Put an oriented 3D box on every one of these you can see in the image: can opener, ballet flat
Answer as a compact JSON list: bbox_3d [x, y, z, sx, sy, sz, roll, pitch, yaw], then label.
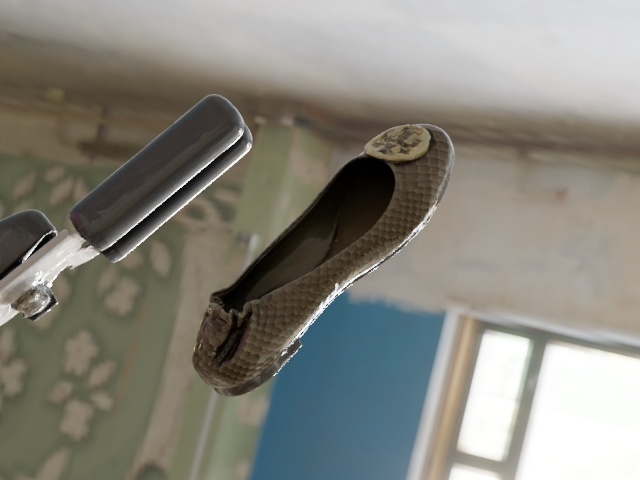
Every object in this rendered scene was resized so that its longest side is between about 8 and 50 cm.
[{"bbox_3d":[-0.183,-0.026,1.392,0.093,0.280,0.074,53,178,15],"label":"can opener"},{"bbox_3d":[0.000,0.000,1.141,0.084,0.250,0.058,16,146,51],"label":"ballet flat"}]
